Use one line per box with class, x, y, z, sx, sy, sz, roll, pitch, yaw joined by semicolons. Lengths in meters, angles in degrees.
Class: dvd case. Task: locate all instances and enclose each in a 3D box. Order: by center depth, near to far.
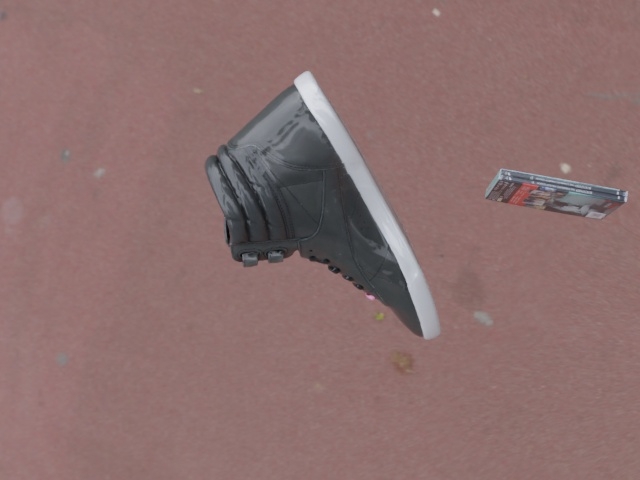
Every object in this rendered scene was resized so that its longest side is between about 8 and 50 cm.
dvd case;0.224;-0.043;0.964;0.120;0.087;0.013;11;80;3

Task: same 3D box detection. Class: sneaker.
sneaker;0.000;0.000;0.931;0.147;0.295;0.104;-29;28;6
